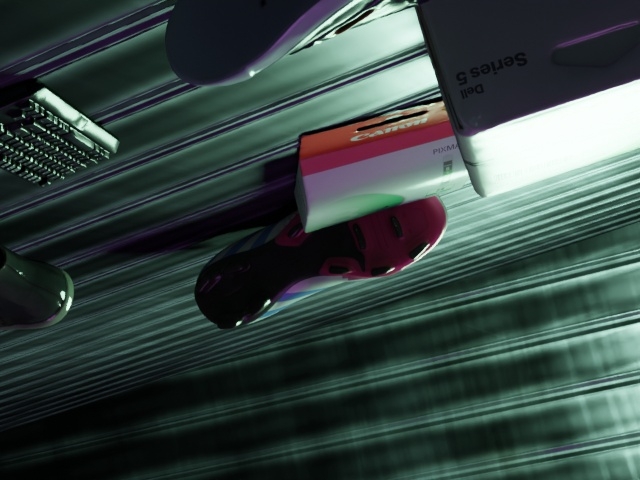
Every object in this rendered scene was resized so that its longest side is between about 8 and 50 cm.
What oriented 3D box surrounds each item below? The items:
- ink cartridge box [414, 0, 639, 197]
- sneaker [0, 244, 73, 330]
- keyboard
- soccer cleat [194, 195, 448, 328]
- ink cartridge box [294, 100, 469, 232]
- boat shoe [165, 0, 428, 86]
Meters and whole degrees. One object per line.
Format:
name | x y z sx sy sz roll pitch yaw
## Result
ink cartridge box | 0.181 -0.127 0.839 0.198 0.114 0.273 -18 171 7
sneaker | -0.354 0.041 1.113 0.222 0.083 0.118 -12 154 16
keyboard | -0.211 -0.064 0.828 0.108 0.023 0.180 -17 170 5
soccer cleat | 0.000 0.000 1.405 0.331 0.116 0.143 -22 -168 23
ink cartridge box | 0.068 -0.073 1.180 0.181 0.056 0.224 -16 173 -6
boat shoe | 0.001 -0.132 0.648 0.183 0.065 0.083 -24 167 38
